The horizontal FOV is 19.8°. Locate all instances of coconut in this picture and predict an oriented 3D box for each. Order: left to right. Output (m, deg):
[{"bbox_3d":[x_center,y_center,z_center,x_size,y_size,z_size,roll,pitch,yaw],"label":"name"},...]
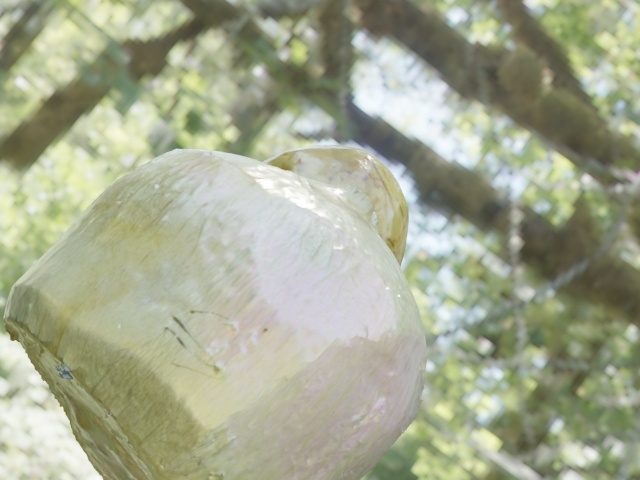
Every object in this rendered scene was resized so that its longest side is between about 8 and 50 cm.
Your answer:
[{"bbox_3d":[-0.079,0.089,1.783,0.404,0.404,0.404,35,-14,10],"label":"coconut"}]

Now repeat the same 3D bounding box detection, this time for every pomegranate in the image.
[{"bbox_3d":[0.000,0.000,2.085,0.215,0.215,0.215,35,-14,10],"label":"pomegranate"}]
